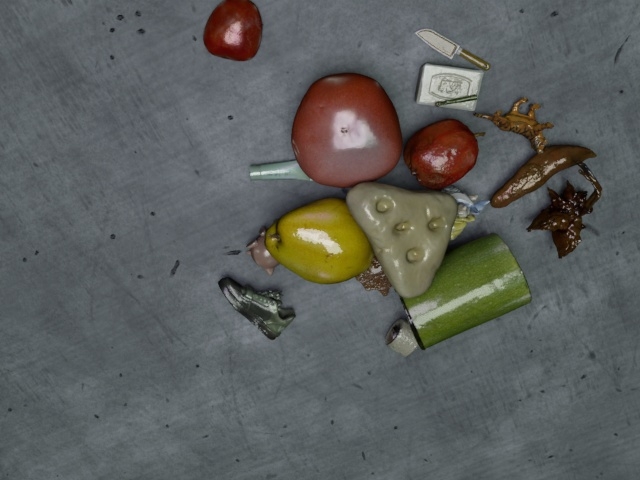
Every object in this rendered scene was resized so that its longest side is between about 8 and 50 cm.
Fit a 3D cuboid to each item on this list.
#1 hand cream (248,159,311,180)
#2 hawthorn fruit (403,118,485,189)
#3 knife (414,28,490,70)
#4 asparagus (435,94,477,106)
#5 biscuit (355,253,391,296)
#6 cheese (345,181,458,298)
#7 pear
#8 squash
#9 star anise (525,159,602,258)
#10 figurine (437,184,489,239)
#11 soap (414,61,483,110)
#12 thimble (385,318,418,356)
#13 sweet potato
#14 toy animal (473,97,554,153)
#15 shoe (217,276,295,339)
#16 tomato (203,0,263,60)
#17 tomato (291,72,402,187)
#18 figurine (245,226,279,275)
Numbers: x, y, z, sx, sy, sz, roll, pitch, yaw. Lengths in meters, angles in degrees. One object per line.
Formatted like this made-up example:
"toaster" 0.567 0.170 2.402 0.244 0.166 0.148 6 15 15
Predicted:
"hand cream" -0.123 -0.221 1.739 0.204 0.050 0.078 -5 106 -5
"hawthorn fruit" 0.382 -0.273 1.657 0.253 0.205 0.205 -34 109 0
"knife" 0.394 -0.565 1.634 0.255 0.022 0.046 25 112 -11
"asparagus" 0.402 -0.414 1.630 0.126 0.018 0.015 -10 84 3
"biscuit" 0.202 0.094 1.877 0.182 0.034 0.216 -12 113 4
"cheese" 0.222 0.004 1.611 0.350 0.129 0.329 5 99 -24
"pear" 0.004 0.013 1.700 0.336 0.285 0.285 -19 112 -15
"squash" 0.448 0.164 1.785 0.384 0.263 0.263 -26 110 5
"star anise" 0.788 -0.105 1.746 0.237 0.148 0.347 -11 132 -12
"figurine" 0.428 -0.089 1.752 0.208 0.128 0.184 -1 118 42
"soap" 0.384 -0.465 1.651 0.182 0.064 0.122 6 113 -3
"thimble" 0.291 0.342 1.939 0.090 0.102 0.115 30 91 -13
"sweet potato" 0.690 -0.222 1.737 0.354 0.095 0.106 -29 112 11
"toy animal" 0.587 -0.366 1.689 0.255 0.114 0.116 15 143 -3
"shoe" -0.204 0.201 1.872 0.149 0.109 0.293 -39 110 8
"tomato" -0.251 -0.603 1.567 0.166 0.082 0.174 12 113 -6
"tomato" 0.071 -0.308 1.589 0.340 0.273 0.342 -1 111 -2
"figurine" -0.171 0.033 1.802 0.125 0.125 0.138 -34 121 11
